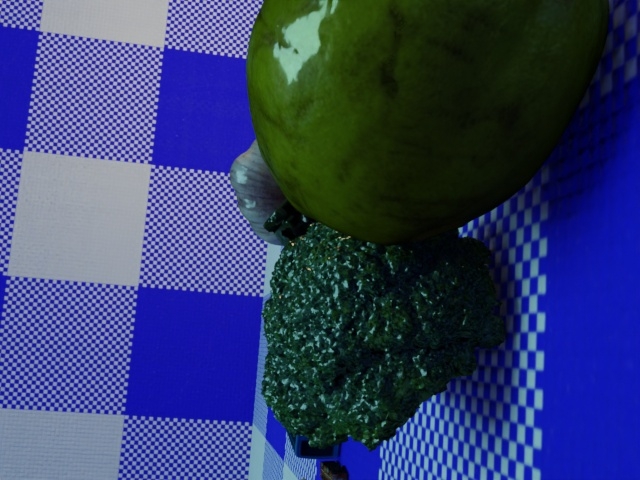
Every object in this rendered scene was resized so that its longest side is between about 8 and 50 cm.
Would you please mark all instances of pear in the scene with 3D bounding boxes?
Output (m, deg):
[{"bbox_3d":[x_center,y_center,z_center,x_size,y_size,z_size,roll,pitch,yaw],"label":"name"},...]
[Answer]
[{"bbox_3d":[0.072,-0.131,0.599,0.321,0.269,0.269,-42,38,44],"label":"pear"}]

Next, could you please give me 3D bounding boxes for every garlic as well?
[{"bbox_3d":[-0.021,-0.093,1.428,0.253,0.245,0.245,25,113,46],"label":"garlic"}]

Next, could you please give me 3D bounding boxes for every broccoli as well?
[{"bbox_3d":[0.056,0.086,0.756,0.261,0.269,0.242,48,171,50],"label":"broccoli"}]

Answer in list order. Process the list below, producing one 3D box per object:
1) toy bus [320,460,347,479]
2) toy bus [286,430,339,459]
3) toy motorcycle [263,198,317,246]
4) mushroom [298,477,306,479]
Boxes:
[{"bbox_3d":[0.023,0.408,1.305,0.110,0.031,0.043,147,121,-78],"label":"toy bus"},{"bbox_3d":[-0.018,0.336,1.415,0.184,0.090,0.106,-153,67,-80],"label":"toy bus"},{"bbox_3d":[0.000,0.000,1.087,0.275,0.205,0.127,-31,15,48],"label":"toy motorcycle"},{"bbox_3d":[-0.088,0.570,1.516,0.285,0.151,0.156,172,102,-81],"label":"mushroom"}]
